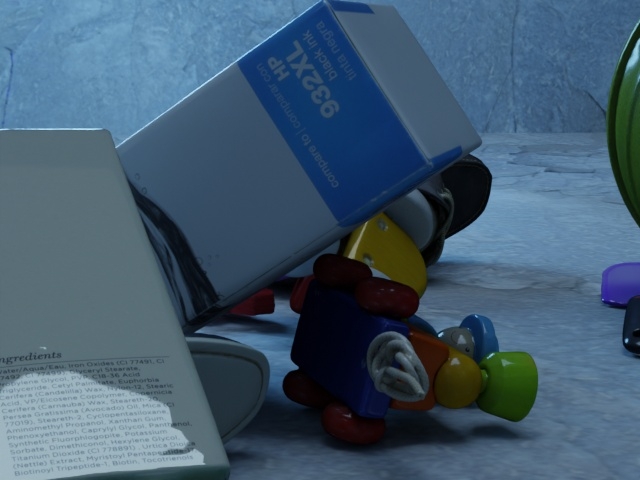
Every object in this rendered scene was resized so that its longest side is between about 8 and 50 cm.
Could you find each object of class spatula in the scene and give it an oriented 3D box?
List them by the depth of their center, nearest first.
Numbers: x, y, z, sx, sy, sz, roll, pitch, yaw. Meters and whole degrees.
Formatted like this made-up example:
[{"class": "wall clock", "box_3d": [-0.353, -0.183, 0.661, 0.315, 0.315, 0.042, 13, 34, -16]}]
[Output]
[{"class": "spatula", "box_3d": [0.289, 0.059, 1.392, 0.084, 0.030, 0.296, 3, 10, 13]}]

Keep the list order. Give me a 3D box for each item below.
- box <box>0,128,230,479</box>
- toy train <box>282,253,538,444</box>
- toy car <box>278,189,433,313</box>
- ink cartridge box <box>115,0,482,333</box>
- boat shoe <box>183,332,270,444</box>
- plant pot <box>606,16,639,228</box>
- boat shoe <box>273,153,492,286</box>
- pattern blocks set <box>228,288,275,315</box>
[{"class": "box", "box_3d": [-0.135, 0.055, 0.776, 0.113, 0.094, 0.275, -2, 37, -19]}, {"class": "toy train", "box_3d": [0.079, 0.087, 1.001, 0.143, 0.105, 0.248, 13, 5, -20]}, {"class": "toy car", "box_3d": [0.000, 0.000, 1.315, 0.136, 0.182, 0.159, -28, 26, 40]}, {"class": "ink cartridge box", "box_3d": [-0.061, -0.029, 1.073, 0.307, 0.129, 0.223, -33, -1, 16]}, {"class": "boat shoe", "box_3d": [-0.146, 0.097, 0.890, 0.254, 0.095, 0.079, -16, 29, -35]}, {"class": "plant pot", "box_3d": [0.433, -0.050, 1.258, 0.366, 0.367, 0.353, 2, 21, 4]}, {"class": "boat shoe", "box_3d": [0.069, -0.012, 1.568, 0.130, 0.132, 0.355, 22, 29, 39]}, {"class": "pattern blocks set", "box_3d": [-0.234, 0.047, 1.370, 0.324, 0.026, 0.285, 11, 13, 43]}]
